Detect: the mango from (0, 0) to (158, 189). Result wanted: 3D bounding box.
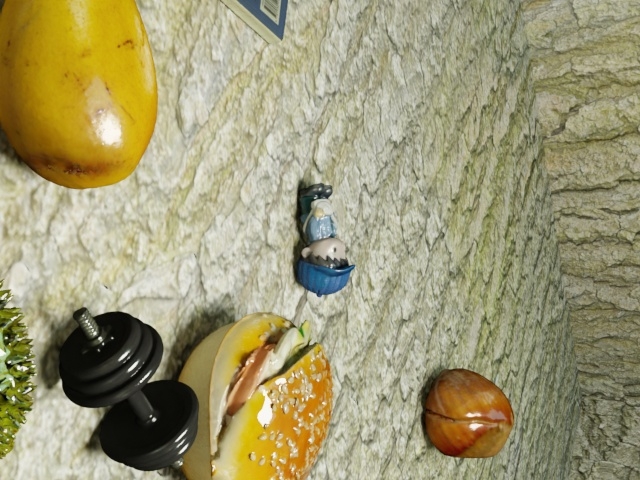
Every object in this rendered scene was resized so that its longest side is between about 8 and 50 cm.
[{"bbox_3d":[-0.200,-0.151,0.706,0.145,0.112,0.219,-1,87,-62],"label":"mango"}]

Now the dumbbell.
[{"bbox_3d":[-0.172,0.140,0.784,0.099,0.099,0.209,-62,142,-43],"label":"dumbbell"}]

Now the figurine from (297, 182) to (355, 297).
[{"bbox_3d":[0.000,0.000,1.171,0.086,0.087,0.149,7,69,-65],"label":"figurine"}]

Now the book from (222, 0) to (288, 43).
[{"bbox_3d":[-0.104,-0.373,0.997,0.269,0.025,0.191,27,65,-61],"label":"book"}]

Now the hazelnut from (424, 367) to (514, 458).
[{"bbox_3d":[0.286,0.333,1.657,0.182,0.182,0.182,-3,93,-64],"label":"hazelnut"}]

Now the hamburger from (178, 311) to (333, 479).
[{"bbox_3d":[-0.068,0.194,0.947,0.237,0.147,0.237,-16,108,-62],"label":"hamburger"}]

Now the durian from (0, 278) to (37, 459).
[{"bbox_3d":[-0.264,0.074,0.603,0.137,0.095,0.221,-31,112,-61],"label":"durian"}]
